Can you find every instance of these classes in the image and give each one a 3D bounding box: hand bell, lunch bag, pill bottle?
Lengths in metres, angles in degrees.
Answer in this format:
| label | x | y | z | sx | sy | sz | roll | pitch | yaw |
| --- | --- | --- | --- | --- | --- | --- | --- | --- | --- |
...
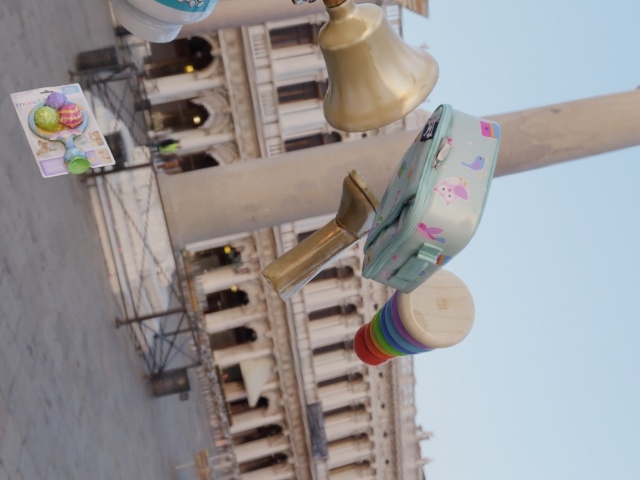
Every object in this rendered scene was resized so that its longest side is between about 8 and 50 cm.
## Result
| label | x | y | z | sx | sy | sz | roll | pitch | yaw |
| --- | --- | --- | --- | --- | --- | --- | --- | --- | --- |
| hand bell | 0.008 | -0.227 | 0.596 | 0.242 | 0.126 | 0.126 | 55 | 7 | -41 |
| lunch bag | 0.150 | -0.049 | 0.960 | 0.279 | 0.108 | 0.224 | 117 | -3 | -65 |
| pill bottle | -0.165 | -0.365 | 0.795 | 0.264 | 0.146 | 0.146 | -45 | -128 | 44 |

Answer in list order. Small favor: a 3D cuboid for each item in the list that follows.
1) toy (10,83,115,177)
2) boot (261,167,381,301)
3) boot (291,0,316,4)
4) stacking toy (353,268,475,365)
| label | x | y | z | sx | sy | sz | roll | pitch | yaw |
| --- | --- | --- | --- | --- | --- | --- | --- | --- | --- |
| toy | -0.507 | -0.234 | 1.299 | 0.237 | 0.137 | 0.056 | 60 | -30 | 24 |
| boot | 0.000 | 0.000 | 1.319 | 0.089 | 0.270 | 0.236 | 53 | -4 | 28 |
| boot | -0.007 | -0.407 | 1.054 | 0.042 | 0.087 | 0.118 | 62 | -1 | -4 |
| stacking toy | 0.153 | 0.165 | 1.244 | 0.330 | 0.141 | 0.141 | 128 | -50 | -63 |
